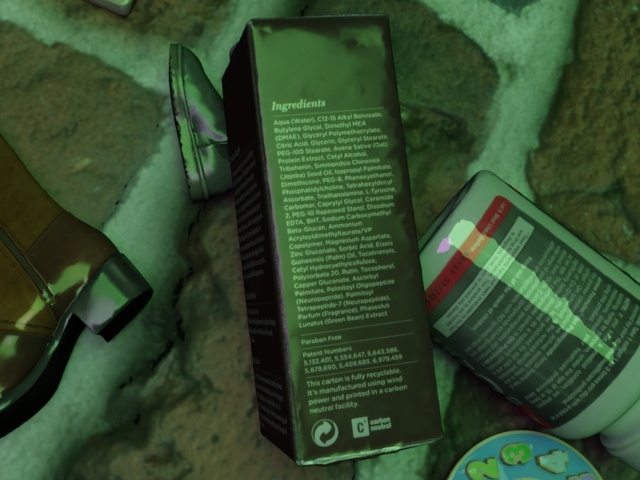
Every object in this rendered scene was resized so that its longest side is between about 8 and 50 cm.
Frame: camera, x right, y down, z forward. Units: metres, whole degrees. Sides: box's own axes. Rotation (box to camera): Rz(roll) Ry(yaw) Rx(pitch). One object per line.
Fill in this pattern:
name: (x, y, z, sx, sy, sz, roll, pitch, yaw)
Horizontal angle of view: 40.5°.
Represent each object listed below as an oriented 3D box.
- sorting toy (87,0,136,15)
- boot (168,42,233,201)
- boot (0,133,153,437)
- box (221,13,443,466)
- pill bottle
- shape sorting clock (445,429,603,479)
sorting toy: (-0.287, -0.427, 0.982, 0.257, 0.089, 0.255, 23, 71, -3)
boot: (-0.054, -0.136, 0.948, 0.209, 0.076, 0.189, -12, 90, -7)
boot: (-0.348, 0.036, 0.832, 0.280, 0.096, 0.264, 42, 79, 8)
box: (0.000, 0.000, 0.822, 0.143, 0.191, 0.381, -8, 88, -14)
pill bottle: (0.237, 0.088, 0.883, 0.318, 0.176, 0.176, 38, 70, 2)
shape sorting clock: (0.216, 0.299, 0.887, 0.206, 0.040, 0.206, 3, 73, -10)
